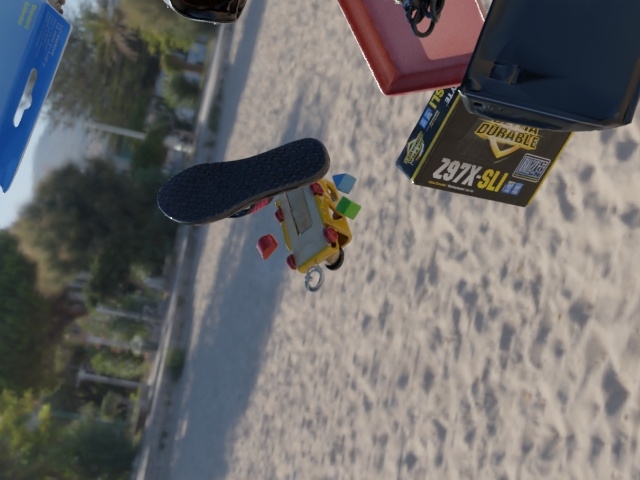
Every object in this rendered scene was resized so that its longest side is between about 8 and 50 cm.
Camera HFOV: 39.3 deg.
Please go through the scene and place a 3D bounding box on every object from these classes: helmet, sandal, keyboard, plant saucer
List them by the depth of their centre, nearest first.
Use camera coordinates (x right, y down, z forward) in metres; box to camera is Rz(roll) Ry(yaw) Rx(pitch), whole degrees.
[{"bbox_3d":[0.175,-0.228,0.697,0.033,0.202,0.317,73,-142,-63],"label":"keyboard"},{"bbox_3d":[-0.075,-0.052,0.900,0.040,0.179,0.067,67,-172,-63],"label":"sandal"},{"bbox_3d":[0.155,-0.362,1.420,0.258,0.259,0.047,-1,38,46],"label":"plant saucer"},{"bbox_3d":[-0.213,-0.476,1.618,0.169,0.162,0.169,17,-90,-89],"label":"helmet"}]

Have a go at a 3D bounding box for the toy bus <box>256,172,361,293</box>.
[{"bbox_3d":[0.001,-0.012,1.518,0.191,0.104,0.202,17,86,47],"label":"toy bus"}]

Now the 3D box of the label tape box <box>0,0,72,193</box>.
[{"bbox_3d":[-0.493,-0.256,1.170,0.348,0.115,0.249,42,115,31],"label":"label tape box"}]

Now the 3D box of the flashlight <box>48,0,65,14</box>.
[{"bbox_3d":[-0.551,-0.412,1.384,0.103,0.304,0.103,-53,11,37],"label":"flashlight"}]

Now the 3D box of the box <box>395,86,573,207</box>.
[{"bbox_3d":[0.330,-0.205,1.693,0.257,0.322,0.079,-61,41,25],"label":"box"}]
